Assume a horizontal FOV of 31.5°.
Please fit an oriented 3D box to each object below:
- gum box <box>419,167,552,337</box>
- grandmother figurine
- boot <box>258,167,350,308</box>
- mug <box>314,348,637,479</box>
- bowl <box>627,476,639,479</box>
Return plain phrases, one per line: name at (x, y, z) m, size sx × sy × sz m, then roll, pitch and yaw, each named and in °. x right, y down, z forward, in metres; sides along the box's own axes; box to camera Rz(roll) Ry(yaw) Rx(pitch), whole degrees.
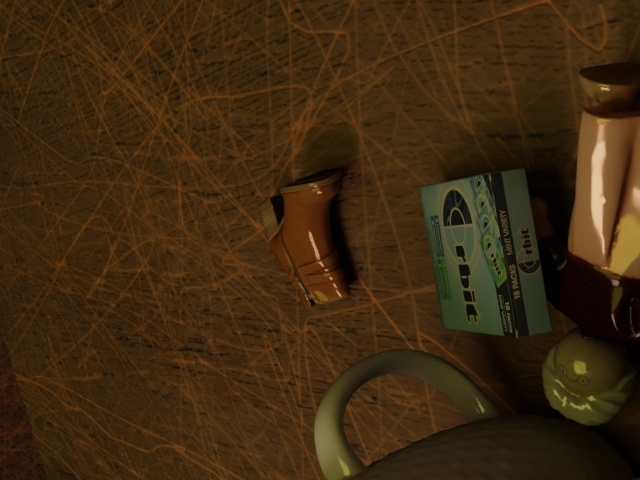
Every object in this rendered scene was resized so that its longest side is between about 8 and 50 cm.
gum box at (0.161, 0.013, 1.137) m, size 0.184 × 0.041 × 0.157 m, roll 173°, pitch 87°, yaw -75°
grandmother figurine at (0.262, 0.016, 1.038) m, size 0.208 × 0.104 × 0.342 m, roll 35°, pitch 131°, yaw 48°
boot at (0.000, 0.000, 1.384) m, size 0.152 × 0.073 × 0.197 m, roll 67°, pitch 156°, yaw 3°
mug at (0.137, 0.279, 1.134) m, size 0.374 × 0.328 × 0.276 m, roll 58°, pitch 142°, yaw 14°
bowl at (0.388, 0.299, 0.879) m, size 0.391 × 0.077 × 0.391 m, roll 23°, pitch 155°, yaw 11°
